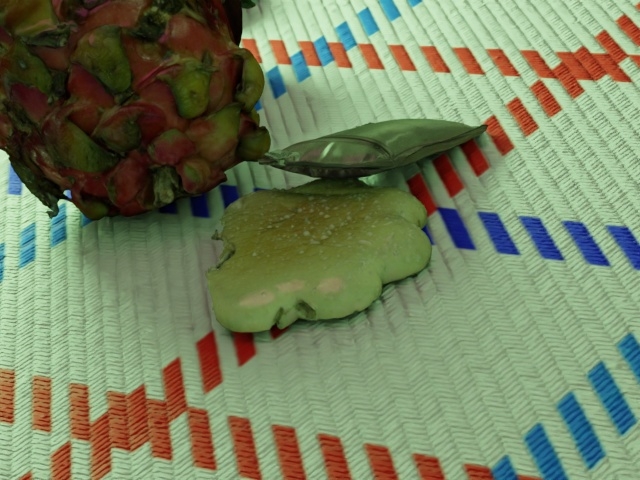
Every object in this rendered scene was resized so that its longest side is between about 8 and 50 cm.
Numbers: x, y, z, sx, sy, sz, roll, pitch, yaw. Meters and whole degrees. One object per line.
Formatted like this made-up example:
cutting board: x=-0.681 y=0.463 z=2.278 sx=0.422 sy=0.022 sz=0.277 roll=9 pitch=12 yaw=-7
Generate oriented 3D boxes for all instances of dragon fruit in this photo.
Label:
dragon fruit: x=-0.176 y=-0.152 z=1.781 sx=0.291 sy=0.250 sz=0.269 roll=33 pitch=60 yaw=16

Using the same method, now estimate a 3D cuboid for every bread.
bread: x=0.000 y=0.000 z=1.605 sx=0.182 sy=0.039 sz=0.251 roll=-12 pitch=23 yaw=7

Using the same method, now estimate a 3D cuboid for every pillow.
pillow: x=0.048 y=-0.084 z=1.718 sx=0.131 sy=0.038 sz=0.233 roll=1 pitch=12 yaw=31

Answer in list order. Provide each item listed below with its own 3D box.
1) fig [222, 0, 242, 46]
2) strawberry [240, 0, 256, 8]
fig: x=-0.200 y=-0.226 z=2.020 sx=0.235 sy=0.214 sz=0.235 roll=11 pitch=26 yaw=-5
strawberry: x=-0.214 y=-0.303 z=2.297 sx=0.286 sy=0.106 sz=0.188 roll=-13 pitch=22 yaw=5
